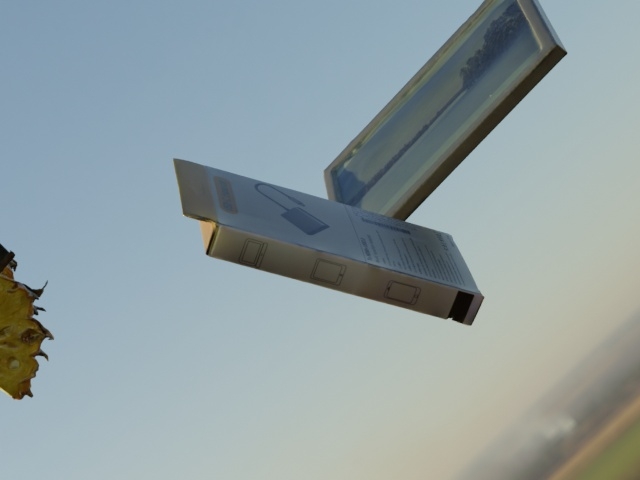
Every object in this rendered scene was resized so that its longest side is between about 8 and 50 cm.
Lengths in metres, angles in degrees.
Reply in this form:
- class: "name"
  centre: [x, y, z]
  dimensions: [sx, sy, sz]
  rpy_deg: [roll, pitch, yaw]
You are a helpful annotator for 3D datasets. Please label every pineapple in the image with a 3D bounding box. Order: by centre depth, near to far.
- class: "pineapple"
  centre: [-0.316, 0.084, 1.847]
  dimensions: [0.116, 0.137, 0.069]
  rpy_deg: [-5, 7, -18]

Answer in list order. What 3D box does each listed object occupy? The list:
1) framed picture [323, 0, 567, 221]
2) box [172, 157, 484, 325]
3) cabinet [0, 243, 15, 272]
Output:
- class: "framed picture"
  centre: [0.110, -0.117, 1.848]
  dimensions: [0.289, 0.016, 0.213]
  rpy_deg: [-46, 22, 17]
- class: "box"
  centre: [0.000, 0.000, 1.538]
  dimensions: [0.129, 0.247, 0.033]
  rpy_deg: [-107, 35, -66]
- class: "cabinet"
  centre: [-0.374, -0.032, 1.479]
  dimensions: [0.148, 0.215, 0.175]
  rpy_deg: [-47, -37, -6]
